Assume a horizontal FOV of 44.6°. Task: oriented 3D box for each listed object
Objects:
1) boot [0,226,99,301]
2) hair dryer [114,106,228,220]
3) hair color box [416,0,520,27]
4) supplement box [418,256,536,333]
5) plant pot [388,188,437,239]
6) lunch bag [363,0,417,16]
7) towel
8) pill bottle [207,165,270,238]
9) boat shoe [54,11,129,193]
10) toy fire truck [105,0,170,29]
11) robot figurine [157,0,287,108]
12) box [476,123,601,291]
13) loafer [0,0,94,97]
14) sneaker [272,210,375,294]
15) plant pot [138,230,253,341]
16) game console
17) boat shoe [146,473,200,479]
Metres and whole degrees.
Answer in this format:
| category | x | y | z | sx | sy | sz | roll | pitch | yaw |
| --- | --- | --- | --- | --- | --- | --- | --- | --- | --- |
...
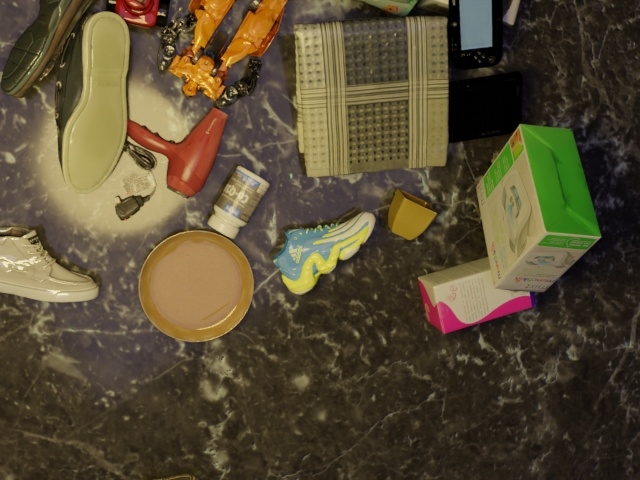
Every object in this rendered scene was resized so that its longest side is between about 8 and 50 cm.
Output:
| category | x | y | z | sx | sy | sz | roll | pitch | yaw |
| --- | --- | --- | --- | --- | --- | --- | --- | --- | --- |
| boot | -0.560 | 0.042 | 1.525 | 0.258 | 0.095 | 0.123 | 9 | 103 | -12 |
| hair dryer | -0.315 | -0.184 | 1.552 | 0.294 | 0.080 | 0.223 | -23 | 102 | -8 |
| hair color box | 0.343 | -0.645 | 1.601 | 0.185 | 0.113 | 0.374 | 12 | 97 | -13 |
| supplement box | 0.342 | 0.112 | 1.717 | 0.220 | 0.114 | 0.111 | -15 | 102 | -11 |
| plant pot | 0.189 | -0.050 | 1.680 | 0.081 | 0.081 | 0.083 | 23 | 105 | -14 |
| lunch bag | 0.122 | -0.612 | 1.541 | 0.223 | 0.160 | 0.262 | 18 | 83 | -11 |
| towel | 0.106 | -0.289 | 1.589 | 0.312 | 0.056 | 0.324 | -5 | 115 | -4 |
| pill bottle | -0.170 | -0.077 | 1.599 | 0.078 | 0.078 | 0.137 | 30 | 91 | -14 |
| boat shoe | -0.448 | -0.263 | 1.480 | 0.127 | 0.113 | 0.340 | -7 | 110 | -45 |
| toy fire truck | -0.340 | -0.510 | 1.410 | 0.159 | 0.246 | 0.217 | 10 | 96 | -14 |
| robot figurine | -0.189 | -0.407 | 1.541 | 0.211 | 0.085 | 0.291 | 33 | 90 | -14 |
| box | 0.436 | -0.062 | 1.595 | 0.127 | 0.231 | 0.262 | 5 | 59 | -14 |
| loafer | -0.506 | -0.381 | 1.479 | 0.084 | 0.096 | 0.267 | 25 | 94 | -54 |
| sneaker | 0.000 | 0.000 | 1.640 | 0.240 | 0.091 | 0.126 | -44 | 104 | -2 |
| plant pot | -0.259 | 0.094 | 1.631 | 0.236 | 0.032 | 0.236 | -2 | 99 | -12 |
| game console | 0.306 | -0.370 | 1.600 | 0.213 | 0.044 | 0.361 | -9 | 123 | 0 |
| boat shoe | -0.411 | 0.566 | 1.631 | 0.335 | 0.112 | 0.095 | -27 | 108 | -3 |
